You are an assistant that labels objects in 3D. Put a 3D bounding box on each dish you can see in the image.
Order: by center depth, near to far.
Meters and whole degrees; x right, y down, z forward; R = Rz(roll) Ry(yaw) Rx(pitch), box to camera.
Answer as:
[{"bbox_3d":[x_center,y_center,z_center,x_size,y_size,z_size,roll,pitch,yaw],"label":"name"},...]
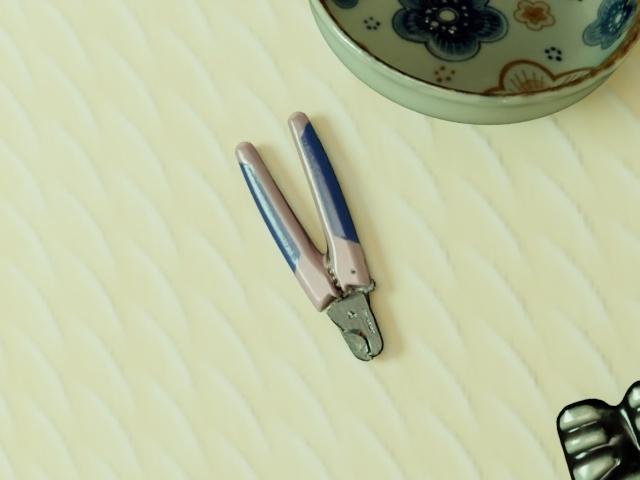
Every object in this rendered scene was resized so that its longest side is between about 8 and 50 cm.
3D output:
[{"bbox_3d":[0.058,-0.088,0.648,0.141,0.078,0.141,3,55,-4],"label":"dish"}]

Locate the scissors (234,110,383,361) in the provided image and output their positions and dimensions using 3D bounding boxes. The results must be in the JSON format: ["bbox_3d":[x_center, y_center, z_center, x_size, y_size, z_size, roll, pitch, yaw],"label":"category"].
[{"bbox_3d":[0.000,0.000,0.684,0.039,0.012,0.113,-29,77,14],"label":"scissors"}]

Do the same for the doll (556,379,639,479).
[{"bbox_3d":[0.148,0.160,0.595,0.091,0.067,0.219,-22,73,19],"label":"doll"}]
